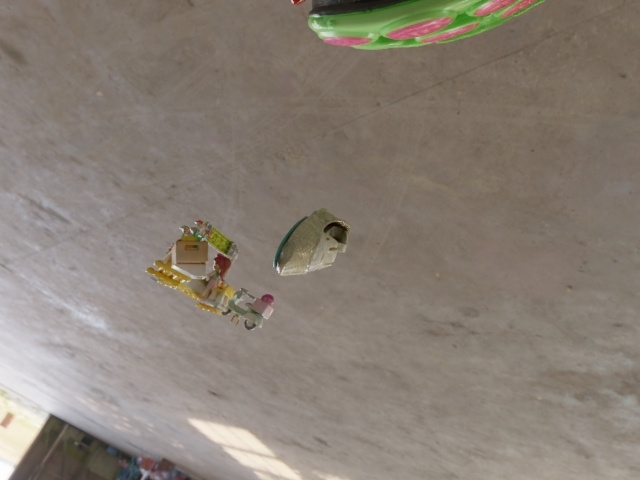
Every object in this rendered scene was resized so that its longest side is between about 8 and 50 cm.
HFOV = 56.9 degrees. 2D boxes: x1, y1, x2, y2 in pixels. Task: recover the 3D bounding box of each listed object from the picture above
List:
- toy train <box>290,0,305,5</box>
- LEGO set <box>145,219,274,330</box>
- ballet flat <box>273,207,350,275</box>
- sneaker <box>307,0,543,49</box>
[{"bbox_3d":[0.029,-0.487,0.938,0.105,0.248,0.143,54,148,-14],"label":"toy train"},{"bbox_3d":[-0.147,0.021,0.780,0.132,0.107,0.287,19,161,18],"label":"LEGO set"},{"bbox_3d":[0.000,0.000,0.606,0.052,0.168,0.057,21,110,7],"label":"ballet flat"},{"bbox_3d":[0.185,-0.328,0.507,0.482,0.185,0.202,-27,89,28],"label":"sneaker"}]
